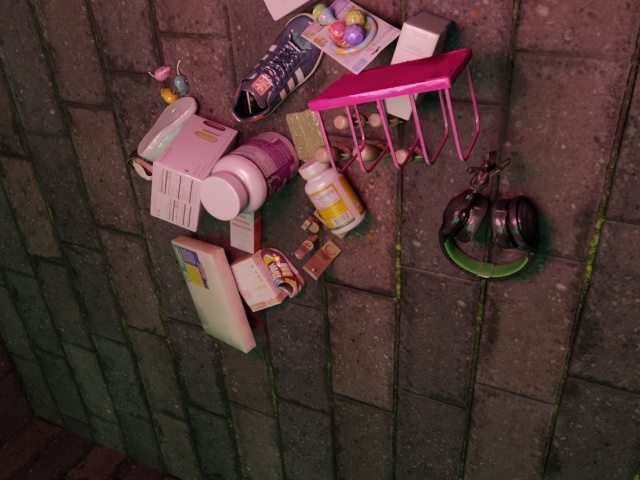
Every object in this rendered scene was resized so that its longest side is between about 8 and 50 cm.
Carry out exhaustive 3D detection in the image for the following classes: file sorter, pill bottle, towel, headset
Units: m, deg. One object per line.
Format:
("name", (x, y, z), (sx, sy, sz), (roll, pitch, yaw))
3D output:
("file sorter", (0.165, -0.257, 1.181), (0.290, 0.202, 0.182), (-3, 120, 29))
("pill bottle", (-0.195, -0.176, 1.565), (0.169, 0.301, 0.169), (15, 125, 22))
("towel", (-0.032, -0.292, 1.579), (0.110, 0.027, 0.148), (-5, 117, 33))
("headset", (0.404, -0.037, 1.384), (0.243, 0.185, 0.394), (11, 135, 24))
("pill bottle", (0.029, -0.131, 1.577), (0.117, 0.117, 0.208), (-20, 112, 37))

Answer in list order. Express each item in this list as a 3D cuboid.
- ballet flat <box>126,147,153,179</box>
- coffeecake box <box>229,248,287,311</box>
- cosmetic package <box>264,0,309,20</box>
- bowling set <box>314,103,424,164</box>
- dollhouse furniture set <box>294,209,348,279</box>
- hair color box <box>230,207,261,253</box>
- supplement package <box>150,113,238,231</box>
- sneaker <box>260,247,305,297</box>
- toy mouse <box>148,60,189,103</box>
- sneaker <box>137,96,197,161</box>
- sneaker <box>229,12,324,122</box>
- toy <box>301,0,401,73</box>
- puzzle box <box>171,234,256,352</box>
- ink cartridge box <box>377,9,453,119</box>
("ballet flat", (-0.521, -0.205, 1.871), (0.280, 0.096, 0.095), (31, 129, 9))
("coffeecake box", (-0.217, 0.138, 1.927), (0.142, 0.068, 0.185), (-22, 106, 38))
("cosmetic package", (-0.037, -0.623, 1.293), (0.183, 0.151, 0.151), (-15, 111, 37))
("bowling set", (0.131, -0.289, 1.436), (0.287, 0.154, 0.200), (9, 104, 27))
("dollhouse furniture set", (0.000, 0.000, 1.680), (0.144, 0.123, 0.151), (43, 130, 0))
("hair color box", (-0.241, -0.049, 1.836), (0.093, 0.053, 0.167), (19, 128, 20))
("supplement package", (-0.365, -0.199, 1.646), (0.145, 0.262, 0.204), (20, 135, 0))
("sneaker", (-0.133, 0.104, 1.847), (0.185, 0.084, 0.069), (43, 130, -1))
("toy mouse", (-0.449, -0.478, 1.700), (0.161, 0.031, 0.143), (41, 130, 2))
("sneaker", (-0.431, -0.328, 1.759), (0.256, 0.094, 0.151), (-39, 139, 23))
("sneaker", (-0.118, -0.427, 1.464), (0.131, 0.148, 0.350), (44, 130, -1))
("toy", (0.055, -0.482, 1.280), (0.237, 0.137, 0.056), (48, -178, 40))
("puzzle box", (-0.378, 0.187, 2.011), (0.272, 0.052, 0.409), (15, 128, 45))
("ink cartridge box", (0.214, -0.398, 1.291), (0.086, 0.148, 0.203), (25, 129, 11))
